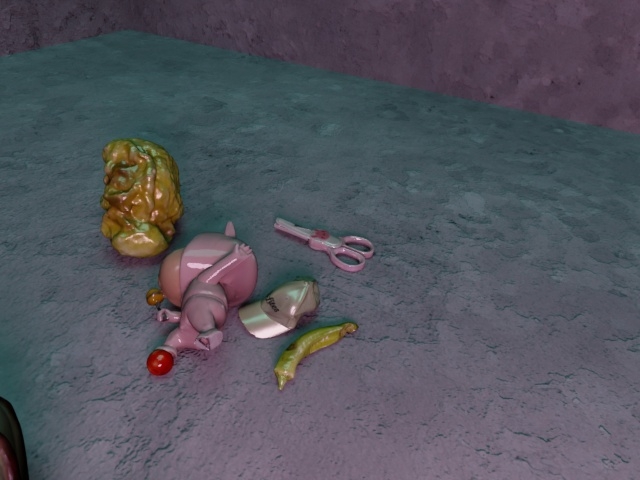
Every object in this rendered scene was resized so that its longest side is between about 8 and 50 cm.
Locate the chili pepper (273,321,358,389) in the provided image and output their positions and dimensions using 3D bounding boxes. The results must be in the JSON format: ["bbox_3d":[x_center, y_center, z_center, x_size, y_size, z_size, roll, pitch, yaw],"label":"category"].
[{"bbox_3d":[-0.014,0.181,0.849,0.049,0.043,0.208,17,33,38],"label":"chili pepper"}]

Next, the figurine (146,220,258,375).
[{"bbox_3d":[-0.213,0.088,0.848,0.186,0.176,0.287,10,43,-2],"label":"figurine"}]

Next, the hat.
[{"bbox_3d":[-0.074,0.112,0.917,0.166,0.081,0.122,-15,36,-11],"label":"hat"}]

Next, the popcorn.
[{"bbox_3d":[-0.395,-0.114,1.064,0.174,0.225,0.286,-6,34,-10],"label":"popcorn"}]

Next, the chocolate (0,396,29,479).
[{"bbox_3d":[-0.389,0.288,0.474,0.186,0.283,0.283,9,30,-29],"label":"chocolate"}]

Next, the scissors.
[{"bbox_3d":[0.000,0.000,1.122,0.242,0.030,0.118,22,37,16],"label":"scissors"}]
